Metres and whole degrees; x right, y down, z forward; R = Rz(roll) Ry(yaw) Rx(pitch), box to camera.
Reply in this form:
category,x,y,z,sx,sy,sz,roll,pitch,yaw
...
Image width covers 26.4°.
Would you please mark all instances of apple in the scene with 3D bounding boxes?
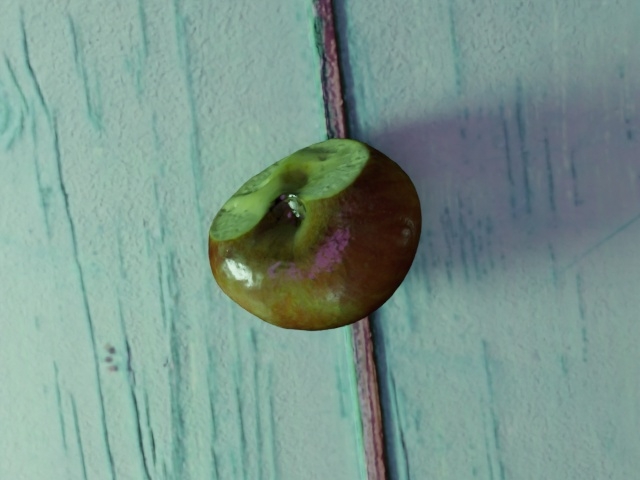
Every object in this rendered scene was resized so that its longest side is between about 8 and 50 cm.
category,x,y,z,sx,sy,sz,roll,pitch,yaw
apple,0.000,0.000,1.233,0.195,0.173,0.160,-28,95,9
